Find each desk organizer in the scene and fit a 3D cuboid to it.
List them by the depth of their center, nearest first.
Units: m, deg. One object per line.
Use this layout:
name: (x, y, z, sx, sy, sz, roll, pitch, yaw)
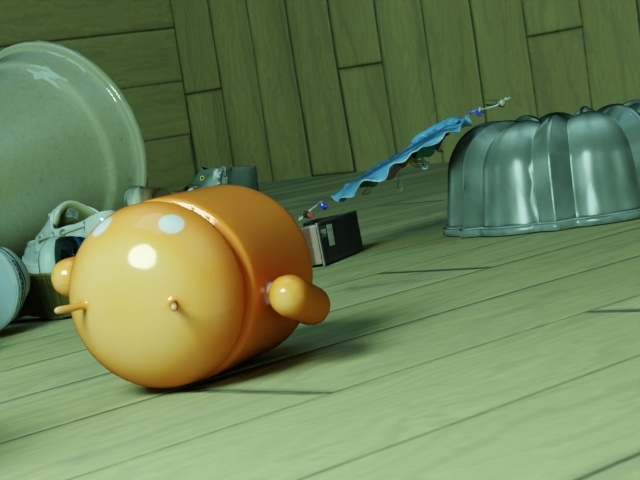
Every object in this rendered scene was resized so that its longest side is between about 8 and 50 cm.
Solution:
desk organizer: (0.000, 0.000, 1.887, 0.050, 0.047, 0.130, -9, 4, 21)

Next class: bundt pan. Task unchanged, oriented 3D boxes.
bundt pan: (0.294, -0.089, 1.969, 0.330, 0.124, 0.331, -8, 5, 1)

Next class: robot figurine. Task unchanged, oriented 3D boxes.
robot figurine: (-0.084, 0.029, 1.159, 0.128, 0.158, 0.219, -52, -13, 21)

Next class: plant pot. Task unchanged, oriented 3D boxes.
plant pot: (-0.468, -0.086, 2.455, 0.333, 0.334, 0.305, -6, 17, 32)

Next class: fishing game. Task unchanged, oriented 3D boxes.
fishing game: (0.095, -0.085, 1.953, 0.264, 0.041, 0.189, -31, 4, -3)

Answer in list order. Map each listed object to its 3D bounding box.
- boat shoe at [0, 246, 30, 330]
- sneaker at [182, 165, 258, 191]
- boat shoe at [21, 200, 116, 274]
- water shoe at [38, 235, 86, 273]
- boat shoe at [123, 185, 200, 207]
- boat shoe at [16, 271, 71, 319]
boat shoe: (-0.461, 0.043, 1.667, 0.367, 0.136, 0.156, -6, 5, 1)
sneaker: (-0.172, -0.024, 2.057, 0.222, 0.118, 0.083, -8, 5, 2)
boat shoe: (-0.316, -0.005, 2.237, 0.098, 0.096, 0.277, -12, 5, -32)
water shoe: (-0.247, 0.025, 1.881, 0.080, 0.073, 0.203, -5, 5, 11)
boat shoe: (-0.129, -0.004, 1.740, 0.116, 0.123, 0.324, -6, 6, 2)
boat shoe: (-0.276, 0.053, 1.717, 0.135, 0.050, 0.045, -6, 11, 34)
